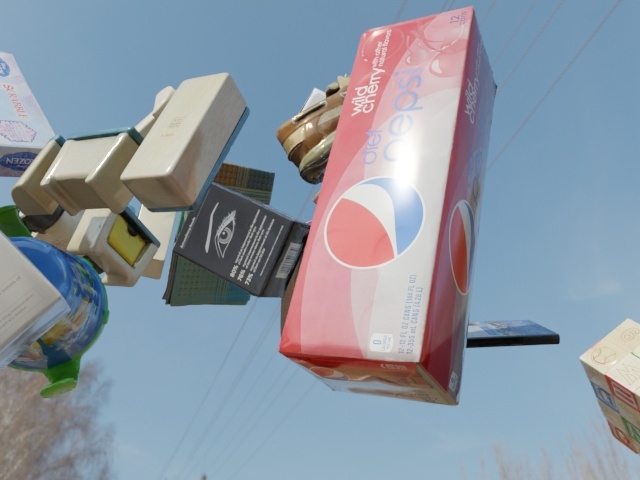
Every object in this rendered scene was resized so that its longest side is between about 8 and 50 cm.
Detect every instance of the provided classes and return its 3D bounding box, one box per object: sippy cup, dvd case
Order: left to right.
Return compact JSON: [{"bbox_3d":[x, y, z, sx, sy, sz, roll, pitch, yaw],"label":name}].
[{"bbox_3d":[-0.498,0.100,1.019,0.305,0.240,0.224,33,-20,-1],"label":"sippy cup"},{"bbox_3d":[0.314,0.185,1.172,0.253,0.022,0.180,-3,1,2],"label":"dvd case"}]

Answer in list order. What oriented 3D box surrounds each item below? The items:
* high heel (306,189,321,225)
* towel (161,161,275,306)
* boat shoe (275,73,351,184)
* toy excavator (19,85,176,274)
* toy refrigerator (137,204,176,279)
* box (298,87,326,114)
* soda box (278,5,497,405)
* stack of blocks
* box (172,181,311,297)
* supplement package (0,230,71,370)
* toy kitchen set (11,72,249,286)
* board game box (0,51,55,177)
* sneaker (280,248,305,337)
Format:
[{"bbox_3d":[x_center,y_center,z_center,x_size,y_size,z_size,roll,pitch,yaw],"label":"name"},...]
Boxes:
[{"bbox_3d":[0.000,0.000,1.253,0.082,0.117,0.244,-18,-28,-53],"label":"high heel"},{"bbox_3d":[-0.253,-0.014,1.518,0.040,0.370,0.271,15,5,42],"label":"towel"},{"bbox_3d":[0.062,-0.227,0.994,0.120,0.324,0.122,46,-28,8],"label":"boat shoe"},{"bbox_3d":[-0.534,-0.151,1.459,0.433,0.445,0.222,-23,-50,35],"label":"toy excavator"},{"bbox_3d":[-0.410,-0.050,1.471,0.094,0.269,0.102,14,-34,-15],"label":"toy refrigerator"},{"bbox_3d":[0.078,-0.244,1.500,0.231,0.126,0.262,29,-2,14],"label":"box"},{"bbox_3d":[0.058,-0.031,0.406,0.092,0.263,0.083,-2,-30,29],"label":"soda box"},{"bbox_3d":[0.454,0.232,0.667,0.087,0.297,0.171,-36,-63,-7],"label":"stack of blocks"},{"bbox_3d":[-0.143,-0.003,1.098,0.207,0.153,0.108,26,4,21],"label":"box"},{"bbox_3d":[-0.431,0.020,0.608,0.293,0.177,0.175,48,-21,-6],"label":"supplement package"},{"bbox_3d":[-0.152,-0.044,0.567,0.207,0.122,0.166,0,-38,29],"label":"toy kitchen set"},{"bbox_3d":[-0.632,-0.224,0.964,0.318,0.318,0.066,-3,-45,-44],"label":"board game box"},{"bbox_3d":[-0.022,0.122,1.245,0.121,0.108,0.302,3,-52,-2],"label":"sneaker"}]
